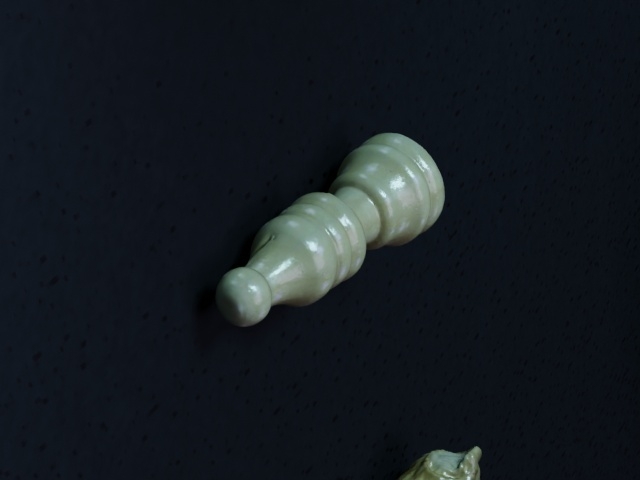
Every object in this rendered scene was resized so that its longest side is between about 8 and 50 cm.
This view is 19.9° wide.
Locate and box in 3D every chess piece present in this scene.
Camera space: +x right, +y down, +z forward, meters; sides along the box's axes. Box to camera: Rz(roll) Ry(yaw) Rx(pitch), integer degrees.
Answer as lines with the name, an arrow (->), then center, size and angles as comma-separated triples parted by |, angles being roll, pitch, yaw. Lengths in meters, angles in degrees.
chess piece -> 0.000, 0.000, 0.554 | 0.092, 0.035, 0.035 | -36, 130, -46

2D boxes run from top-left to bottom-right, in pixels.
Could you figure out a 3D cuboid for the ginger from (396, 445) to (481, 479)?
ginger -> 0.019, 0.130, 0.625 | 0.137, 0.044, 0.057 | -54, 125, -40
